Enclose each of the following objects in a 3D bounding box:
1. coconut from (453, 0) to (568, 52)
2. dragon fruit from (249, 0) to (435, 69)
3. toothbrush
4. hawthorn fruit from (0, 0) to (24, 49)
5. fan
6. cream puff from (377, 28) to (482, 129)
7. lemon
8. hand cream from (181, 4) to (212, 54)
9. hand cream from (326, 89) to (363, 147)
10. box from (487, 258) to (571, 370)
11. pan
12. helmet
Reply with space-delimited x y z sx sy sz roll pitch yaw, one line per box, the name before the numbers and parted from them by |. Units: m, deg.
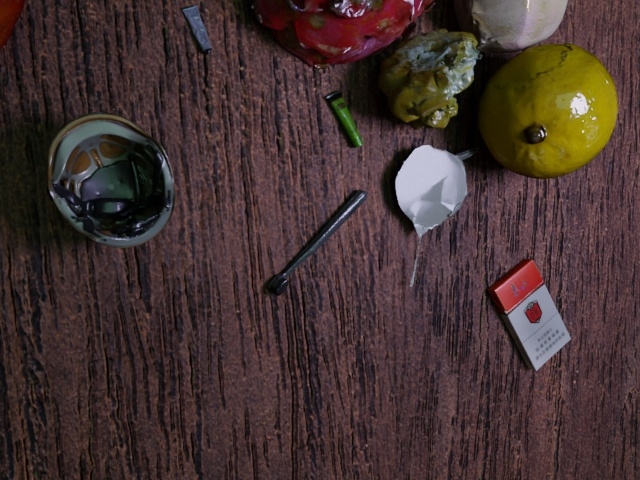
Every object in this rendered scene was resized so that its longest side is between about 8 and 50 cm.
coconut | 0.392 -0.510 1.181 0.230 0.227 0.227 -21 100 -20
dragon fruit | 0.059 -0.523 1.045 0.386 0.249 0.371 24 88 -19
toothbrush | 0.000 0.000 1.151 0.297 0.030 0.030 -47 134 -15
hawthorn fruit | -0.544 -0.371 0.814 0.300 0.254 0.254 -45 109 -42
fan | 0.228 -0.049 1.219 0.182 0.010 0.311 12 93 -20
cream puff | 0.217 -0.319 1.151 0.195 0.194 0.221 45 66 -18
lemon | 0.484 -0.278 1.194 0.296 0.297 0.297 -1 93 -22
hand cream | -0.229 -0.395 1.048 0.030 0.019 0.093 -24 94 -17
hand cream | 0.053 -0.252 1.163 0.036 0.023 0.122 -30 99 -14
box | 0.515 0.182 1.364 0.139 0.035 0.245 -33 105 -17
pan | 0.274 -0.172 1.244 0.212 0.040 0.115 -27 101 -12
helmet | -0.353 -0.092 0.949 0.198 0.130 0.225 -28 92 -23
